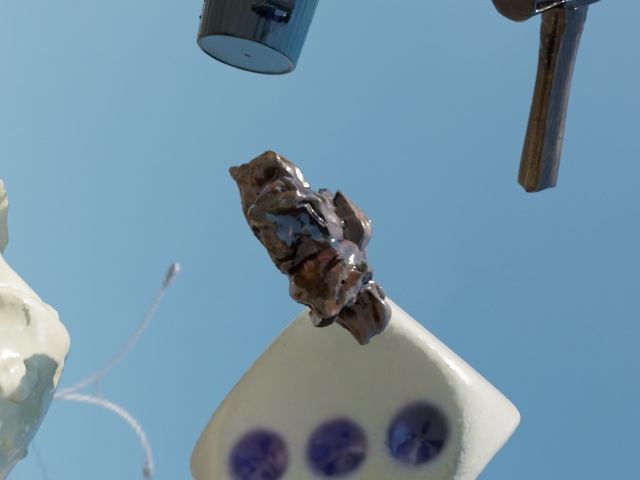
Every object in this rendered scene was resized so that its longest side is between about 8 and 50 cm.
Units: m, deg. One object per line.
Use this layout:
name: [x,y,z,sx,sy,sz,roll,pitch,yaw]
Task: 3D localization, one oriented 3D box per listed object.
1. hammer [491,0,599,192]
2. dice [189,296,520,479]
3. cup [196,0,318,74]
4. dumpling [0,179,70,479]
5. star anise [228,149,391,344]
hammer: [0.317,-0.237,1.546,0.095,0.242,0.409,40,-38,36]
dice: [0.045,0.236,1.341,0.277,0.304,0.304,39,-89,9]
cup: [-0.053,-0.266,1.168,0.176,0.131,0.155,171,-65,-70]
dumpling: [-0.343,0.104,0.977,0.316,0.233,0.395,107,-9,-52]
star anise: [-0.003,-0.005,1.068,0.099,0.214,0.220,-36,-117,3]
